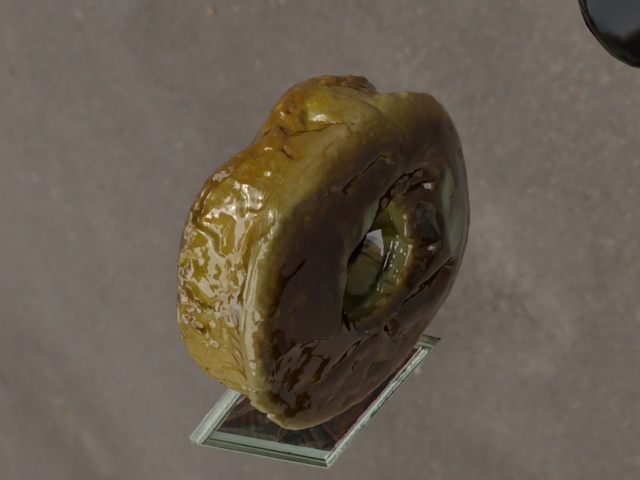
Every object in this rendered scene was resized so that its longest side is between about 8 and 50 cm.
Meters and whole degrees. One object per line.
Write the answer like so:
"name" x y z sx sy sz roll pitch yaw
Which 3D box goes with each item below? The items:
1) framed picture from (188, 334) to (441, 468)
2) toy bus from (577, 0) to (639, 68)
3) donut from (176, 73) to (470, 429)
"framed picture" -0.008 0.189 1.954 0.273 0.216 0.016 -53 36 34
"toy bus" 0.208 -0.060 0.646 0.093 0.092 0.409 -27 117 38
"donut" 0.000 0.000 1.407 0.160 0.330 0.330 29 143 27
